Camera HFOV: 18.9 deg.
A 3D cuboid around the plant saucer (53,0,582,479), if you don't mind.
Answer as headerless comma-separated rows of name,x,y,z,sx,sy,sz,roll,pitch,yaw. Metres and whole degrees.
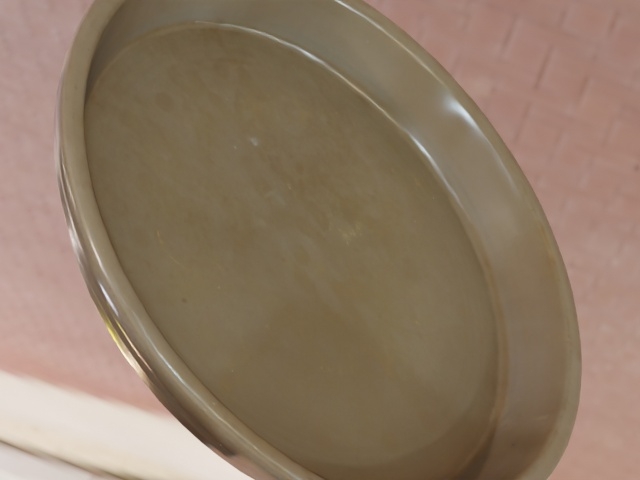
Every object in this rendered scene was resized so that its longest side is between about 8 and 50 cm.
plant saucer,0.000,0.000,0.817,0.278,0.278,0.041,30,134,-26
